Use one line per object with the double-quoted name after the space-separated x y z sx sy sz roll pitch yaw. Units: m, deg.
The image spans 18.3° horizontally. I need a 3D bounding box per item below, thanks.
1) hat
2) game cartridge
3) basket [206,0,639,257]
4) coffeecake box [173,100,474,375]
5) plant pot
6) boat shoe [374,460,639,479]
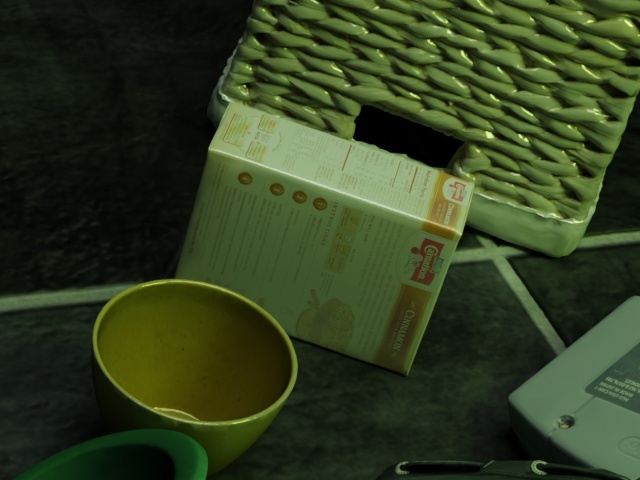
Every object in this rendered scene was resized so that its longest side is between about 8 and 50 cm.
-0.101 0.234 1.200 0.208 0.183 0.173 -8 30 37 "hat"
0.278 0.129 1.338 0.196 0.060 0.294 -31 33 -29 "game cartridge"
0.123 -0.215 1.639 0.328 0.266 0.331 21 40 3 "basket"
0.000 0.000 1.424 0.185 0.142 0.068 19 39 1 "coffeecake box"
-0.090 0.105 1.300 0.134 0.095 0.134 10 39 -8 "plant pot"
0.172 0.193 1.234 0.340 0.127 0.113 -2 23 21 "boat shoe"
